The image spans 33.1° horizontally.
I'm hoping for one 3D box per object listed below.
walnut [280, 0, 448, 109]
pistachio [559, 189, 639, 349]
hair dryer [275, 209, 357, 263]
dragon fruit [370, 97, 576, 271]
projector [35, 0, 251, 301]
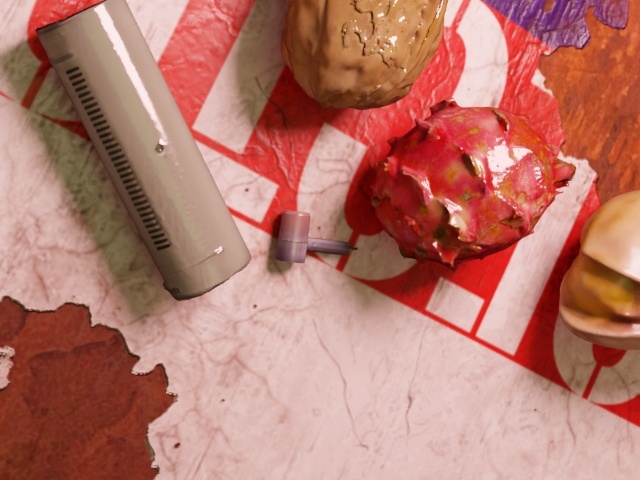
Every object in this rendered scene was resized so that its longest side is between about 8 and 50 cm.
[{"bbox_3d":[0.054,-0.266,1.253,0.198,0.198,0.245,16,91,-23],"label":"walnut"},{"bbox_3d":[0.463,0.046,1.430,0.308,0.230,0.230,-4,97,-27],"label":"pistachio"},{"bbox_3d":[0.000,0.000,1.339,0.114,0.037,0.063,8,90,-31],"label":"hair dryer"},{"bbox_3d":[0.192,-0.075,1.318,0.268,0.205,0.210,-12,92,-19],"label":"dragon fruit"},{"bbox_3d":[-0.194,-0.102,1.205,0.108,0.108,0.338,-30,106,-17],"label":"projector"}]
